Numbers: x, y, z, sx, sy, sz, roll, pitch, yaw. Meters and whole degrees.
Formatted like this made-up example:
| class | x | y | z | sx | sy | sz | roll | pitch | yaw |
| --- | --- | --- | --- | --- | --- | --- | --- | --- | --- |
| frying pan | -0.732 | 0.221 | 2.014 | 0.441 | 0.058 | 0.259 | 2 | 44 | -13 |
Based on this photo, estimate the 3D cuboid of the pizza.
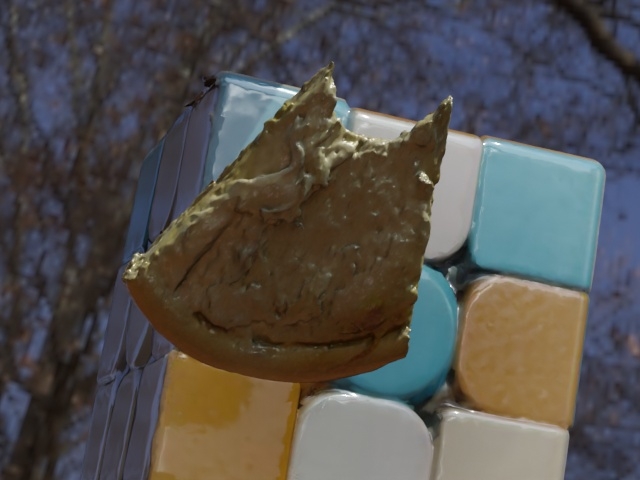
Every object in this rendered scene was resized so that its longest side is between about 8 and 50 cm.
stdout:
| class | x | y | z | sx | sy | sz | roll | pitch | yaw |
| --- | --- | --- | --- | --- | --- | --- | --- | --- | --- |
| pizza | 0.000 | 0.000 | 1.208 | 0.181 | 0.034 | 0.262 | 30 | -56 | -12 |

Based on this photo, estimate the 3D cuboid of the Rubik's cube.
| class | x | y | z | sx | sy | sz | roll | pitch | yaw |
| --- | --- | --- | --- | --- | --- | --- | --- | --- | --- |
| Rubik's cube | 0.007 | 0.088 | 1.639 | 0.344 | 0.346 | 0.347 | 13 | -11 | -12 |
